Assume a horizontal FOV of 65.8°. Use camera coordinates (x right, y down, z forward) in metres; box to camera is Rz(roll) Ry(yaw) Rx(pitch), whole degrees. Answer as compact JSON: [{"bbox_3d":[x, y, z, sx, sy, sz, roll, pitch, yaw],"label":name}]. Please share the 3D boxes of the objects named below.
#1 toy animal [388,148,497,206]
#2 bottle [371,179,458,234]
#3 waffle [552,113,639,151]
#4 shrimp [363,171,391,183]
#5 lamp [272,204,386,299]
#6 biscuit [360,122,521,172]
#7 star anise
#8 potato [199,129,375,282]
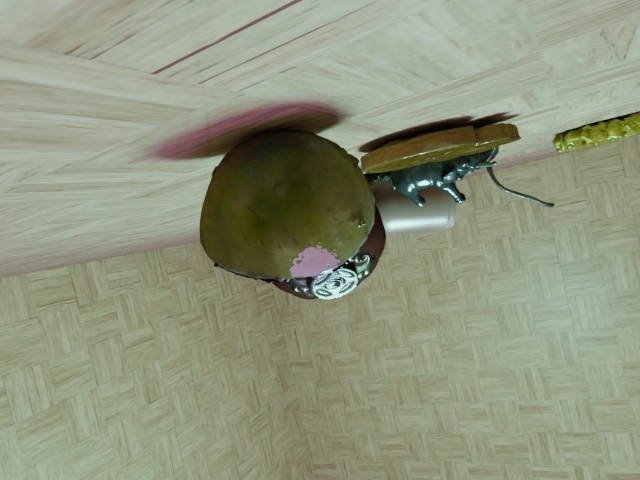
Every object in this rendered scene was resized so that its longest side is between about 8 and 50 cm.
[{"bbox_3d":[0.266,-0.141,1.042,0.269,0.082,0.137,-12,151,34],"label":"toy animal"},{"bbox_3d":[0.193,-0.104,1.316,0.296,0.173,0.206,-7,-151,-3],"label":"bottle"},{"bbox_3d":[0.754,-0.290,1.385,0.218,0.057,0.229,-13,-178,6],"label":"waffle"},{"bbox_3d":[0.161,-0.164,1.135,0.160,0.034,0.091,-21,172,-27],"label":"shrimp"},{"bbox_3d":[0.000,0.000,1.132,0.302,0.257,0.303,-11,139,-10],"label":"lamp"},{"bbox_3d":[0.201,-0.158,0.826,0.288,0.044,0.202,-15,-178,-20],"label":"biscuit"},{"bbox_3d":[0.457,-0.145,1.279,0.218,0.228,0.148,-24,176,-7],"label":"star anise"},{"bbox_3d":[-0.045,-0.057,0.529,0.202,0.182,0.117,5,148,15],"label":"potato"}]
